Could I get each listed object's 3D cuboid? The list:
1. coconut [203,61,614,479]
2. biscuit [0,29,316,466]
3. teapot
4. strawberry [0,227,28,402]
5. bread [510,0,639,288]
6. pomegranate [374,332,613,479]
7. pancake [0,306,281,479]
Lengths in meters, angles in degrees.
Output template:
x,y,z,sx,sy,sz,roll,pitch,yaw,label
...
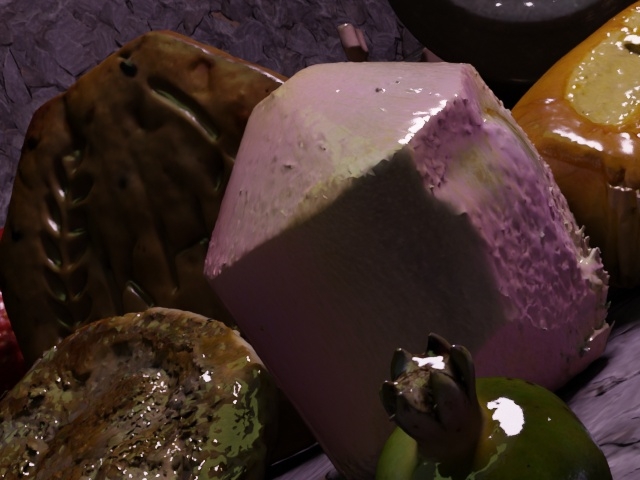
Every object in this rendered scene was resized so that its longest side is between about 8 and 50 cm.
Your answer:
x,y,z,sx,sy,sz,roll,pitch,yaw,label
0.045,0.003,1.151,0.233,0.245,0.233,-31,7,4,coconut
-0.113,0.020,1.399,0.359,0.359,0.046,-28,-13,34,biscuit
0.167,-0.198,1.550,0.300,0.253,0.344,-18,-21,6,teapot
-0.239,0.128,1.625,0.277,0.257,0.257,-50,10,-6,strawberry
0.239,-0.082,1.278,0.152,0.119,0.288,23,42,30,bread
0.070,0.102,0.841,0.114,0.142,0.114,-21,33,14,pomegranate
-0.169,0.189,1.261,0.356,0.065,0.356,-32,27,19,pancake
